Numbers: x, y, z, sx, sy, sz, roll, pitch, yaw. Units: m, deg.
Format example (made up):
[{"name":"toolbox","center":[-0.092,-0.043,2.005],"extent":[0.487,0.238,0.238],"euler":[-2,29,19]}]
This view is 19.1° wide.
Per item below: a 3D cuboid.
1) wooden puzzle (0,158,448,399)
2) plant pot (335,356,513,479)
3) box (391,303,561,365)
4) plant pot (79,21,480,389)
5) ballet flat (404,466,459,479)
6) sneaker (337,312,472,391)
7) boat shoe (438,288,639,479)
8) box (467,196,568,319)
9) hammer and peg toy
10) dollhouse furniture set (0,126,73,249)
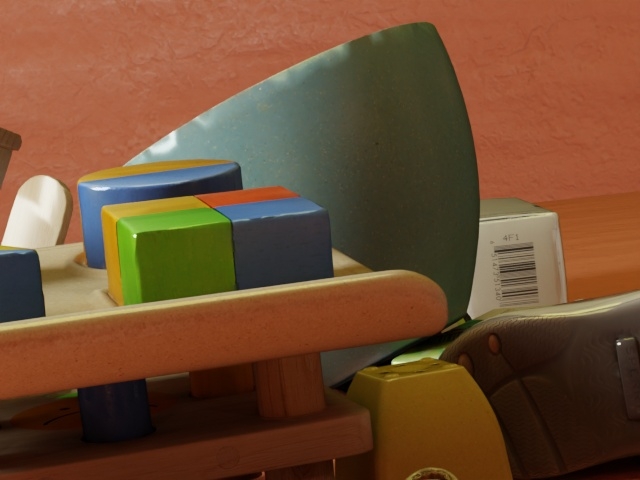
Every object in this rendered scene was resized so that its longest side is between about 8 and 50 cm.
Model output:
[{"name":"wooden puzzle","center":[-0.139,0.014,0.957],"extent":[0.322,0.081,0.348],"euler":[-8,7,-15]},{"name":"plant pot","center":[0.053,0.109,1.039],"extent":[0.081,0.083,0.081],"euler":[-9,5,-18]},{"name":"box","center":[0.237,0.078,1.321],"extent":[0.322,0.058,0.232],"euler":[-7,4,23]},{"name":"plant pot","center":[0.000,0.000,1.364],"extent":[0.290,0.195,0.290],"euler":[-28,-6,-3]},{"name":"ballet flat","center":[0.038,0.140,0.867],"extent":[0.057,0.052,0.168],"euler":[-6,5,10]},{"name":"sneaker","center":[0.012,0.076,1.508],"extent":[0.234,0.084,0.097],"euler":[-3,7,35]},{"name":"boat shoe","center":[0.230,0.068,1.098],"extent":[0.324,0.123,0.116],"euler":[-3,3,20]},{"name":"box","center":[0.167,0.021,1.811],"extent":[0.094,0.113,0.275],"euler":[-6,6,-1]},{"name":"hammer and peg toy","center":[-0.174,0.115,1.040],"extent":[0.361,0.127,0.266],"euler":[-8,7,-16]},{"name":"dollhouse furniture set","center":[-0.191,0.027,1.429],"extent":[0.303,0.174,0.355],"euler":[16,-2,34]}]
